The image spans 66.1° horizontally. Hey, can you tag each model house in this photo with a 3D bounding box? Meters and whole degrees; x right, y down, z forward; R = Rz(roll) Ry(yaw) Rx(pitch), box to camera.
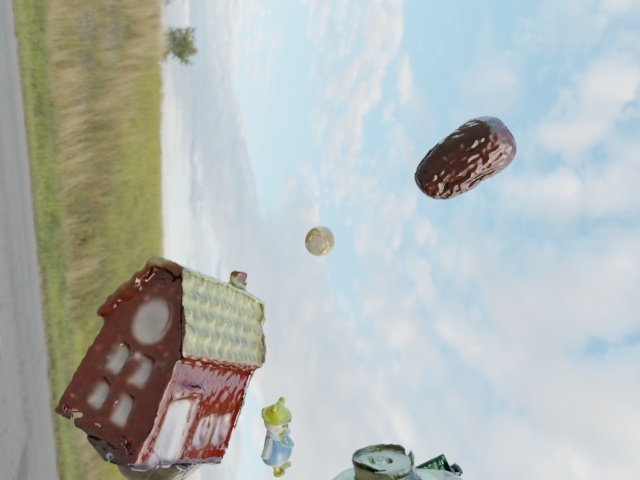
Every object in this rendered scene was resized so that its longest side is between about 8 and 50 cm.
[{"bbox_3d":[-0.183,0.142,0.647,0.159,0.196,0.254,14,-104,29],"label":"model house"}]

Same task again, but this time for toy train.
[{"bbox_3d":[0.247,0.653,1.266,0.115,0.269,0.154,65,2,28],"label":"toy train"}]

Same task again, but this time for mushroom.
[{"bbox_3d":[0.147,0.540,0.938,0.352,0.351,0.261,163,-79,-68],"label":"mushroom"}]

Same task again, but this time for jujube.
[{"bbox_3d":[0.179,-0.102,0.621,0.129,0.077,0.077,-32,-128,19],"label":"jujube"}]

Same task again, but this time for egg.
[{"bbox_3d":[0.000,0.000,1.302,0.096,0.080,0.080,-47,143,-72],"label":"egg"}]

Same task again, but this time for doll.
[{"bbox_3d":[-0.133,0.589,1.487,0.098,0.135,0.241,25,-63,54],"label":"doll"}]

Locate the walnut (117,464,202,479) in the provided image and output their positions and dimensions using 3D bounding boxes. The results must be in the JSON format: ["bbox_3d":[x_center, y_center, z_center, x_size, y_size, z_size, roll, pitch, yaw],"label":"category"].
[{"bbox_3d":[-0.360,0.435,1.126,0.248,0.248,0.249,178,-90,-69],"label":"walnut"}]
